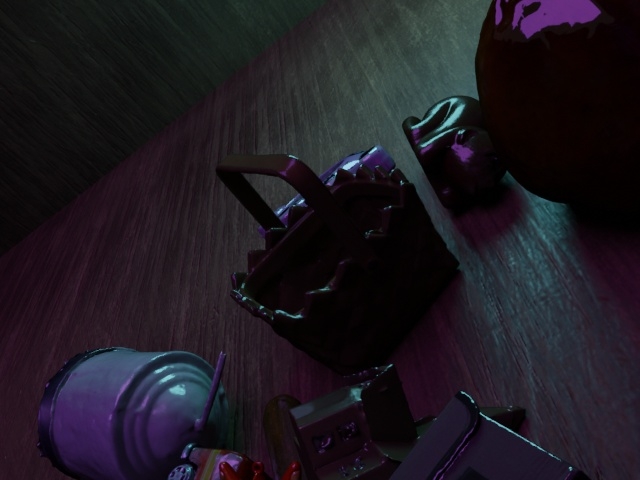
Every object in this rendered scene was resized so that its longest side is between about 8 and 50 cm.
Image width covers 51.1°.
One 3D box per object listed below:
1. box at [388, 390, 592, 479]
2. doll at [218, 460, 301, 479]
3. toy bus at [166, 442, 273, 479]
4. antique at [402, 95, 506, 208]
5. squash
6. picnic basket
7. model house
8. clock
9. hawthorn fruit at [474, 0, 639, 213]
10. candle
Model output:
[{"bbox_3d":[0.127,0.296,0.549,0.252,0.188,0.153,-47,27,-13],"label":"box"},{"bbox_3d":[-0.064,0.341,0.774,0.109,0.169,0.057,-9,-2,24],"label":"doll"},{"bbox_3d":[-0.146,0.393,0.823,0.119,0.121,0.265,-10,41,30],"label":"toy bus"},{"bbox_3d":[0.225,-0.153,1.094,0.143,0.121,0.257,-25,25,12],"label":"antique"},{"bbox_3d":[-0.034,0.286,0.876,0.066,0.066,0.229,-38,31,8],"label":"squash"},{"bbox_3d":[0.000,0.000,0.963,0.291,0.321,0.254,-48,26,-14],"label":"picnic basket"},{"bbox_3d":[0.107,0.211,0.717,0.248,0.176,0.181,-20,6,-13],"label":"model house"},{"bbox_3d":[0.011,-0.071,1.217,0.248,0.090,0.227,-41,9,-12],"label":"clock"},{"bbox_3d":[0.335,-0.189,0.812,0.308,0.324,0.309,-38,43,47],"label":"hawthorn fruit"},{"bbox_3d":[-0.276,0.276,1.028,0.342,0.221,0.221,-8,44,45],"label":"candle"}]
